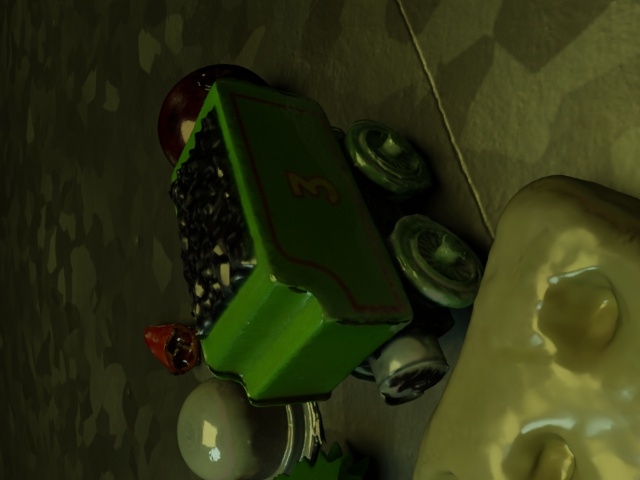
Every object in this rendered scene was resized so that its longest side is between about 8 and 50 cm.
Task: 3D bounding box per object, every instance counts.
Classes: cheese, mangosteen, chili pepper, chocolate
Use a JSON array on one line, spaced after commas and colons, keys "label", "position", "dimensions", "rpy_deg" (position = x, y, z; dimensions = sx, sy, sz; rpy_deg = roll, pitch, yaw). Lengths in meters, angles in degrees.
[{"label": "cheese", "position": [0.225, 0.163, 0.367], "dimensions": [0.328, 0.129, 0.351], "rpy_deg": [31, 112, 45]}, {"label": "mangosteen", "position": [-0.129, -0.136, 0.748], "dimensions": [0.199, 0.199, 0.200], "rpy_deg": [1, 91, 48]}, {"label": "chili pepper", "position": [-0.283, 0.181, 0.995], "dimensions": [0.168, 0.064, 0.088], "rpy_deg": [3, 92, 52]}, {"label": "chocolate", "position": [-0.114, 0.259, 0.740], "dimensions": [0.221, 0.147, 0.221], "rpy_deg": [4, 95, 45]}]

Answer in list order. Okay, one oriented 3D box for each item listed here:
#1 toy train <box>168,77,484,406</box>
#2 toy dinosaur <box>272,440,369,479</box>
[{"label": "toy train", "position": [0.000, 0.000, 0.519], "dimensions": [0.173, 0.248, 0.307], "rpy_deg": [-51, 47, 39]}, {"label": "toy dinosaur", "position": [0.026, 0.337, 0.627], "dimensions": [0.194, 0.152, 0.177], "rpy_deg": [20, 143, 53]}]
